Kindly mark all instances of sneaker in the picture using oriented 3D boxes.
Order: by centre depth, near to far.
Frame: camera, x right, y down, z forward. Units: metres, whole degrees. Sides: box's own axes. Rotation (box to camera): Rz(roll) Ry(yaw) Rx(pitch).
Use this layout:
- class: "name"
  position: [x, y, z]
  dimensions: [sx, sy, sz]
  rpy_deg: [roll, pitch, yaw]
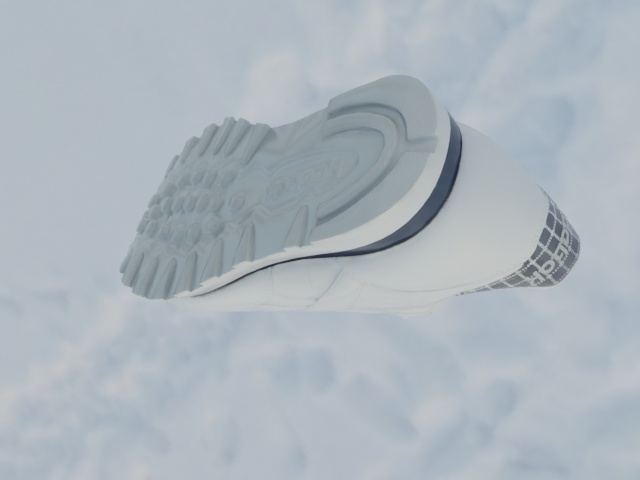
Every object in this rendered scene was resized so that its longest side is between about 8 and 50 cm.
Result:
- class: "sneaker"
  position: [0.000, 0.000, 0.689]
  dimensions: [0.095, 0.090, 0.235]
  rpy_deg: [27, 163, -31]
